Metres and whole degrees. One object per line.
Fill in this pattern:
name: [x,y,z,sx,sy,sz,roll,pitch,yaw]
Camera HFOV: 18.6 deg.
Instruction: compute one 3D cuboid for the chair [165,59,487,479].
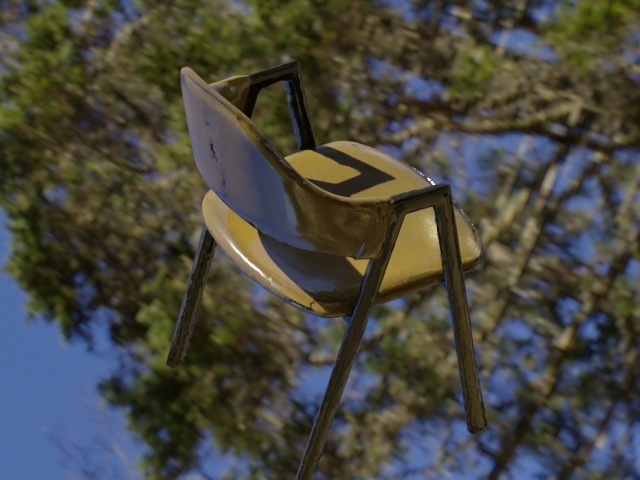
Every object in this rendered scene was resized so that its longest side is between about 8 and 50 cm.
chair: [0.000,0.000,1.143,0.172,0.159,0.247,-17,-50,-29]
